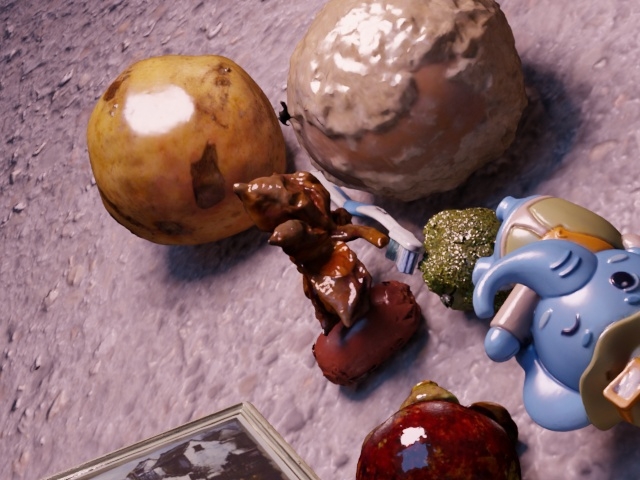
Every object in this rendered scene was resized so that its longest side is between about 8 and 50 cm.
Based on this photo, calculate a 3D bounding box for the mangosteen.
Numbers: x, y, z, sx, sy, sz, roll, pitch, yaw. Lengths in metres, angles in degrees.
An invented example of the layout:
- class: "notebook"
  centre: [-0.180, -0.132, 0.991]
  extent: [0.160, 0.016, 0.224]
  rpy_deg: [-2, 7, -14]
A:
- class: "mangosteen"
  centre: [0.107, 0.214, 0.925]
  extent: [0.181, 0.155, 0.146]
  rpy_deg: [-129, 49, -80]

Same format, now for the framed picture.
- class: "framed picture"
  centre: [-0.158, 0.274, 1.073]
  extent: [0.296, 0.019, 0.232]
  rpy_deg: [-18, 30, -26]

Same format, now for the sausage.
- class: "sausage"
  centre: [0.050, 0.104, 1.108]
  extent: [0.141, 0.076, 0.076]
  rpy_deg: [-42, 39, 14]

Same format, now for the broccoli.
- class: "broccoli"
  centre: [0.162, 0.024, 1.030]
  extent: [0.120, 0.130, 0.131]
  rpy_deg: [112, 144, -47]

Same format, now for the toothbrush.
- class: "toothbrush"
  centre: [0.046, -0.041, 1.178]
  extent: [0.040, 0.040, 0.386]
  rpy_deg: [-49, 24, 4]

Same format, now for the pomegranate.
- class: "pomegranate"
  centre: [-0.182, -0.124, 1.372]
  extent: [0.281, 0.281, 0.281]
  rpy_deg: [-26, 45, 30]

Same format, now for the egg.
- class: "egg"
  centre: [0.093, -0.177, 1.137]
  extent: [0.310, 0.279, 0.279]
  rpy_deg: [-13, 50, 63]

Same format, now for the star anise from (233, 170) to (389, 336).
- class: "star anise"
  centre: [-0.002, 0.004, 1.085]
  extent: [0.111, 0.196, 0.212]
  rpy_deg: [-37, 75, -6]

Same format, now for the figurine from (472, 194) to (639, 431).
- class: "figurine"
  centre: [0.228, 0.063, 0.877]
  extent: [0.180, 0.154, 0.262]
  rpy_deg: [-31, 43, -26]
